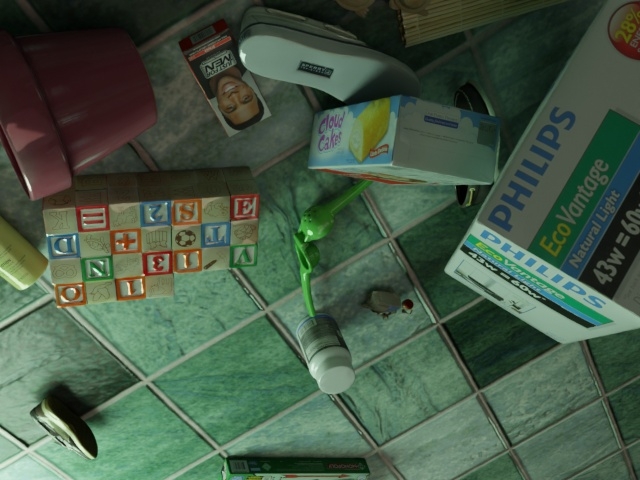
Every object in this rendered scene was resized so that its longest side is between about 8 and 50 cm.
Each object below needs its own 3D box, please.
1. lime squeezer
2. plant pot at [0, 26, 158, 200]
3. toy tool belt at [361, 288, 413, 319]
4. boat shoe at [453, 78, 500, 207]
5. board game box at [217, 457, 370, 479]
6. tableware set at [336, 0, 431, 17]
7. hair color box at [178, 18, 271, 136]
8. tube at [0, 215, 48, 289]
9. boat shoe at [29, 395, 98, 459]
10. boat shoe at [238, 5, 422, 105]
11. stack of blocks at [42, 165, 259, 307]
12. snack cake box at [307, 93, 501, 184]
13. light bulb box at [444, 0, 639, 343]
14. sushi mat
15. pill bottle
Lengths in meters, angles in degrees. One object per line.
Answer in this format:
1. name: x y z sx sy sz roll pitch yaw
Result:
1. lime squeezer: 0.000 0.000 1.217 0.109 0.059 0.311 -10 132 -50
2. plant pot: -0.308 -0.172 0.903 0.180 0.201 0.201 -25 130 -22
3. toy tool belt: 0.121 0.117 1.339 0.083 0.052 0.051 12 150 -22
4. boat shoe: 0.237 -0.144 1.166 0.068 0.081 0.228 -25 131 -6
5. board game box: -0.074 0.550 1.573 0.317 0.046 0.214 7 120 -23
6. tableware set: 0.094 -0.373 0.978 0.141 0.020 0.169 11 124 -6
7. hair color box: -0.129 -0.220 1.012 0.071 0.043 0.141 -28 129 0
8. tube: -0.484 -0.026 1.020 0.240 0.062 0.070 52 57 -33
9. boat shoe: -0.445 0.331 1.289 0.049 0.056 0.152 -26 119 6
10. boat shoe: 0.016 -0.251 1.013 0.267 0.088 0.096 10 144 -18
11. stack of blocks: -0.244 -0.007 1.094 0.297 0.087 0.171 -5 125 -16
12. snack cake box: 0.104 -0.130 1.014 0.152 0.264 0.089 7 91 -24
13. light bulb box: 0.361 -0.075 0.989 0.225 0.361 0.358 31 83 9
14. sushi mat: 0.254 -0.384 1.044 0.316 0.019 0.152 -17 128 -7
15. pill bottle: 0.010 0.197 1.293 0.078 0.137 0.078 -9 127 -13
